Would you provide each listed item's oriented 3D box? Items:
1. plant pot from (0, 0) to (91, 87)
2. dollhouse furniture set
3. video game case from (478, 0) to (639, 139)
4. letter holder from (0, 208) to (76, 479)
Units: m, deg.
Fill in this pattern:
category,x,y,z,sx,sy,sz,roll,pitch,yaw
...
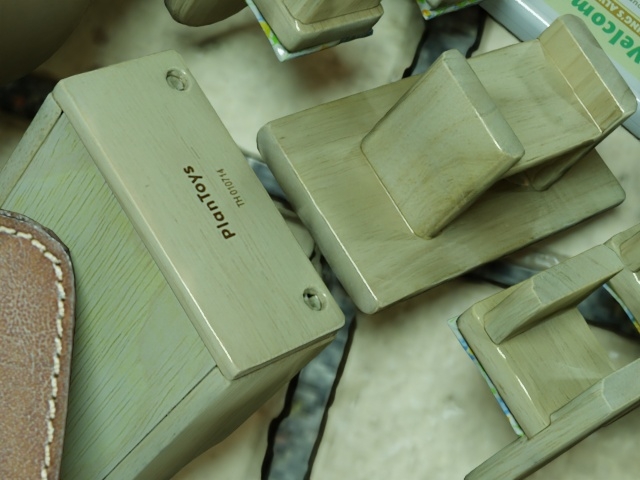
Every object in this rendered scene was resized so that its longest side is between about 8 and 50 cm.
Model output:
category,x,y,z,sx,sy,sz,roll,pitch,yaw
plant pot,-0.104,-0.192,0.577,0.229,0.263,0.263,-28,76,-38
dollhouse furniture set,0.000,0.000,0.585,0.242,0.161,0.212,-22,74,-40
video game case,0.123,-0.165,0.707,0.212,0.023,0.193,41,68,5
letter holder,-0.196,0.133,0.467,0.214,0.152,0.301,14,68,-7
